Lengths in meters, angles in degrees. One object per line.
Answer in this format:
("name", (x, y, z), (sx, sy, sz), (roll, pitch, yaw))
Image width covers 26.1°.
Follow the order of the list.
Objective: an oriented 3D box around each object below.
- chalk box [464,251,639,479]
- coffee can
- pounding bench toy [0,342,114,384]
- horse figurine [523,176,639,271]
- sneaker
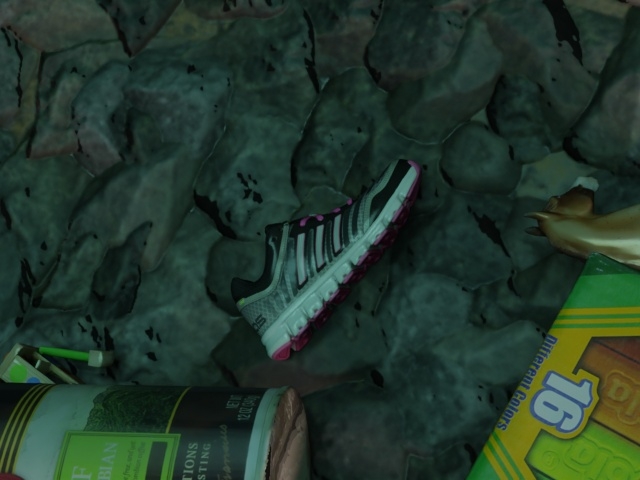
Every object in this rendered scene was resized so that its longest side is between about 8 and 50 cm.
("chalk box", (0.256, 0.162, 0.782), (0.289, 0.179, 0.180), (26, 85, 33))
("coffee can", (-0.154, 0.188, 0.868), (0.276, 0.201, 0.201), (0, 79, 8))
("pounding bench toy", (-0.197, 0.099, 1.002), (0.065, 0.052, 0.083), (35, 88, 17))
("horse figurine", (0.285, 0.011, 0.879), (0.263, 0.066, 0.174), (43, 65, 16))
("sneaker", (0.000, 0.000, 0.970), (0.075, 0.063, 0.170), (41, 95, 11))
